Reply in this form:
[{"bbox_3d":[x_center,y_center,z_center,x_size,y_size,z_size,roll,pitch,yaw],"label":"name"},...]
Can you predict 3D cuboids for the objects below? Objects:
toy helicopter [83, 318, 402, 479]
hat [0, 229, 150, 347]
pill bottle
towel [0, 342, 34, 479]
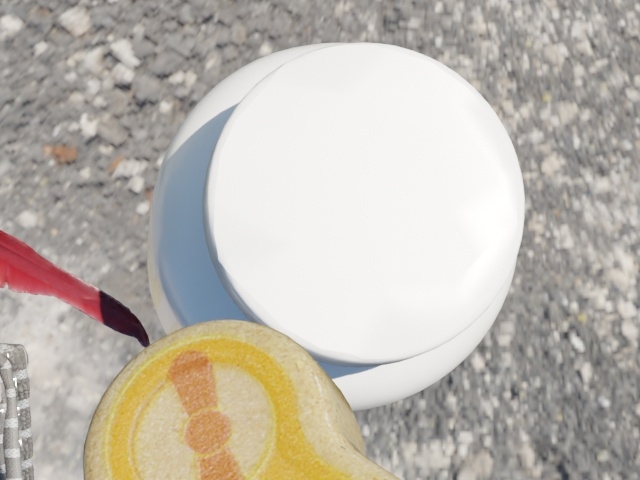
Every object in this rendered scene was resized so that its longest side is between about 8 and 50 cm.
[{"bbox_3d":[0.058,0.140,0.347,0.235,0.355,0.140,-52,146,-11],"label":"toy helicopter"},{"bbox_3d":[-0.190,-0.053,0.674,0.183,0.173,0.208,-5,157,-3],"label":"hat"},{"bbox_3d":[0.000,0.000,0.766,0.187,0.334,0.188,1,84,-7],"label":"pill bottle"},{"bbox_3d":[-0.297,0.175,0.870,0.283,0.121,0.235,0,92,24],"label":"towel"}]
